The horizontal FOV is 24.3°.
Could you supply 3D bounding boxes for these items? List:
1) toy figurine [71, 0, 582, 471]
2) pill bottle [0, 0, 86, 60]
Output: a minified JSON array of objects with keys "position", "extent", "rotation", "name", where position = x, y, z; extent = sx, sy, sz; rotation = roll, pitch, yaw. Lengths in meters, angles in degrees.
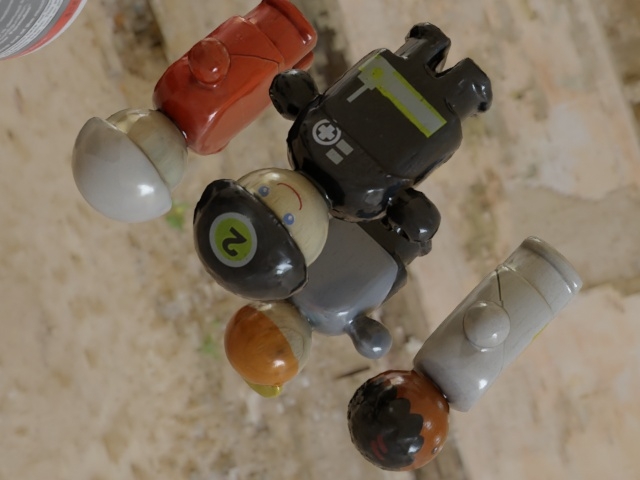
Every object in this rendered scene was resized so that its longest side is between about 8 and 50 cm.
[{"position":[0.000,0.000,0.730],"extent":[0.213,0.148,0.209],"rotation":[24,-29,51],"name":"toy figurine"},{"position":[-0.325,-0.220,1.038],"extent":[0.363,0.210,0.210],"rotation":[-25,96,-67],"name":"pill bottle"}]
